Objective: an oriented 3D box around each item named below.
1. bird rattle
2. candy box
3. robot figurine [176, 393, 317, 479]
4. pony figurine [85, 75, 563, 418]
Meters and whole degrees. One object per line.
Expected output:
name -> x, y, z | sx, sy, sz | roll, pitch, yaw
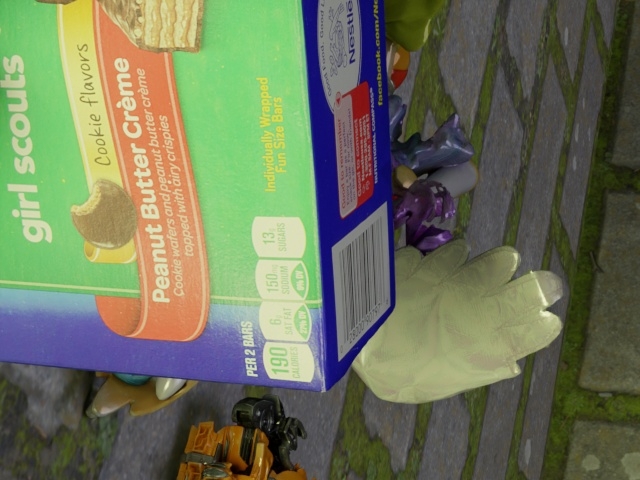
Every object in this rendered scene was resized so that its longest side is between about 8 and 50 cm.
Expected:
bird rattle -> 0.063, -0.178, 1.552 | 0.207, 0.143, 0.253 | -76, 167, -72
candy box -> -0.132, -0.076, 0.764 | 0.122, 0.317, 0.268 | -39, 128, -61
robot figurine -> -0.064, 0.265, 1.341 | 0.291, 0.085, 0.211 | 63, 36, -55
pony figurine -> 0.000, 0.000, 1.163 | 0.302, 0.351, 0.363 | 55, 30, -4
